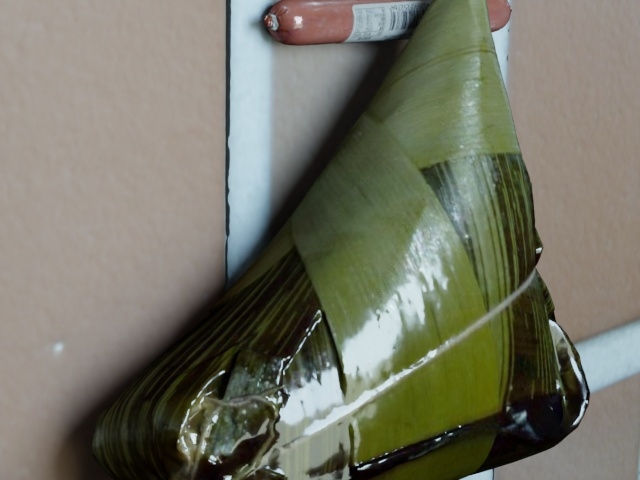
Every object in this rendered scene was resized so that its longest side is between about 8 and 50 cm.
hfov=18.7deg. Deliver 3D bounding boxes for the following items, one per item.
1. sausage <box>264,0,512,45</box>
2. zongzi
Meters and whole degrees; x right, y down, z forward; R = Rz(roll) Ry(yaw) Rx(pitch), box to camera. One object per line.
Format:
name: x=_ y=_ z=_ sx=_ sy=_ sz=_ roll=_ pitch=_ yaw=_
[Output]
sausage: x=0.046 y=-0.135 z=1.171 sx=0.223 sy=0.029 sz=0.029 roll=-9 pitch=109 yaw=-46
zongzi: x=0.000 y=0.000 z=1.099 sx=0.289 sy=0.154 sz=0.317 roll=-11 pitch=97 yaw=-42
